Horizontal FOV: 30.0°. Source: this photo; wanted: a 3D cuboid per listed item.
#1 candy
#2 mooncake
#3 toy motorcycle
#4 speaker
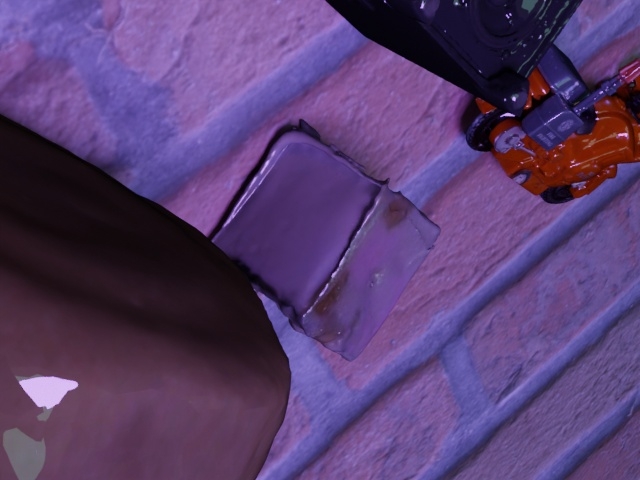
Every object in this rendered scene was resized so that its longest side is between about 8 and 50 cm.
[{"bbox_3d":[0.000,0.000,1.243,0.195,0.184,0.137,-58,143,1],"label":"candy"},{"bbox_3d":[-0.257,0.071,0.863,0.467,0.467,0.262,17,107,-46],"label":"mooncake"},{"bbox_3d":[0.314,-0.144,1.440,0.221,0.148,0.325,-38,148,19],"label":"toy motorcycle"},{"bbox_3d":[0.099,-0.264,1.082,0.184,0.254,0.232,-55,138,2],"label":"speaker"}]
